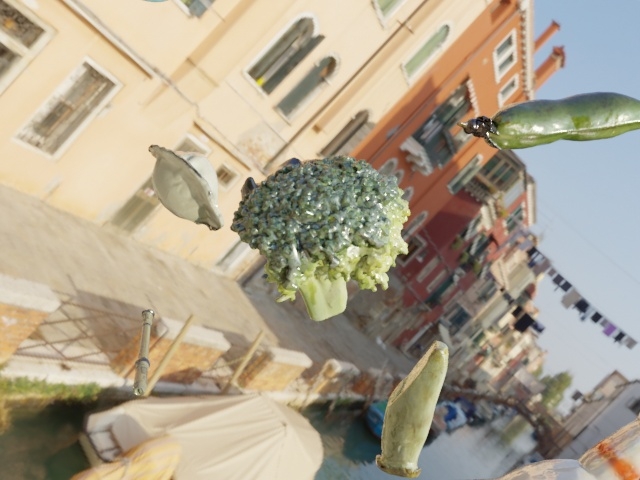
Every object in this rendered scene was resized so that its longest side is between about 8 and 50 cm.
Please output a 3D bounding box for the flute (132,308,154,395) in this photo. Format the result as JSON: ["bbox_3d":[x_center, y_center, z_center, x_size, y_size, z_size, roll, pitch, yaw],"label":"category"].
[{"bbox_3d":[-0.307,0.190,1.067,0.027,0.027,0.233,42,10,-26],"label":"flute"}]

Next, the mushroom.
[{"bbox_3d":[0.201,0.375,1.357,0.107,0.333,0.087,14,14,12],"label":"mushroom"}]

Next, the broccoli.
[{"bbox_3d":[0.000,0.000,0.876,0.247,0.263,0.243,23,-45,32],"label":"broccoli"}]

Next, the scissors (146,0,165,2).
[{"bbox_3d":[-0.256,-0.573,1.113,0.192,0.447,0.029,36,-40,-6],"label":"scissors"}]

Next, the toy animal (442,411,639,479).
[{"bbox_3d":[0.168,0.241,0.488,0.140,0.282,0.138,-83,151,-59],"label":"toy animal"}]

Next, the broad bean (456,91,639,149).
[{"bbox_3d":[0.335,-0.164,0.830,0.077,0.339,0.061,-116,-160,-56],"label":"broad bean"}]

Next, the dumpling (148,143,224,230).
[{"bbox_3d":[-0.289,-0.131,1.341,0.247,0.142,0.172,44,-19,9],"label":"dumpling"}]
